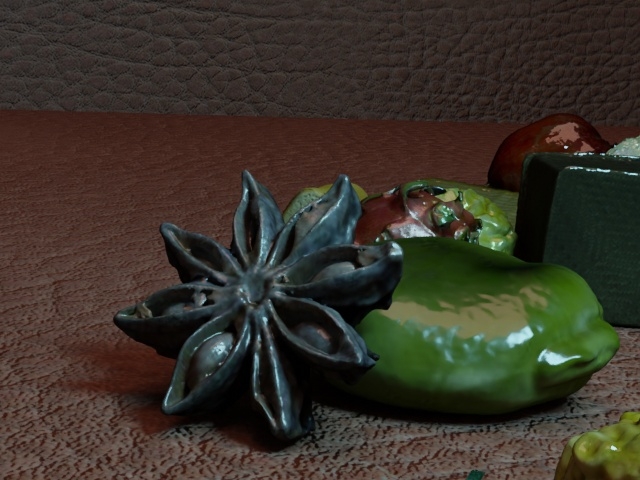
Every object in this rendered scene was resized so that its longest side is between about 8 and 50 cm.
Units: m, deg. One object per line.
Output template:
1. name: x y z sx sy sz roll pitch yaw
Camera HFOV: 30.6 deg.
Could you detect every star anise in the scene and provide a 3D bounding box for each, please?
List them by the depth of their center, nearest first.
1. star anise: -0.042 0.061 0.957 0.223 0.236 0.109 8 -33 21

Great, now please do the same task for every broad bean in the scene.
1. broad bean: 0.116 0.075 1.056 0.291 0.119 0.238 3 25 0

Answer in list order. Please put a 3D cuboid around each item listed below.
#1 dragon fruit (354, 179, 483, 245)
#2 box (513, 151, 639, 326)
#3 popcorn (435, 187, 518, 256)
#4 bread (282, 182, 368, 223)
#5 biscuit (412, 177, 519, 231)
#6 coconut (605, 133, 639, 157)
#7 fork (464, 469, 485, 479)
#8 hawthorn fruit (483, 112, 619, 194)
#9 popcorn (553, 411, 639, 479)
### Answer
1. dragon fruit: 0.065 0.030 1.240 0.135 0.236 0.137 53 -1 28
2. box: 0.375 -0.002 1.368 0.274 0.184 0.143 5 11 -3
3. popcorn: 0.160 0.001 1.374 0.136 0.141 0.162 -23 -20 -1
4. bread: 0.002 0.001 1.356 0.085 0.134 0.173 42 20 12
5. biscuit: 0.236 -0.045 1.815 0.255 0.029 0.172 11 27 32
6. coconut: 0.430 -0.034 1.575 0.195 0.194 0.194 5 12 -1
7. fork: 0.076 0.182 0.768 0.039 0.021 0.235 12 14 18
8. hawthorn fruit: 0.368 -0.103 1.918 0.251 0.189 0.189 -15 10 8
9. popcorn: 0.218 0.159 0.670 0.163 0.140 0.194 2 10 -39
